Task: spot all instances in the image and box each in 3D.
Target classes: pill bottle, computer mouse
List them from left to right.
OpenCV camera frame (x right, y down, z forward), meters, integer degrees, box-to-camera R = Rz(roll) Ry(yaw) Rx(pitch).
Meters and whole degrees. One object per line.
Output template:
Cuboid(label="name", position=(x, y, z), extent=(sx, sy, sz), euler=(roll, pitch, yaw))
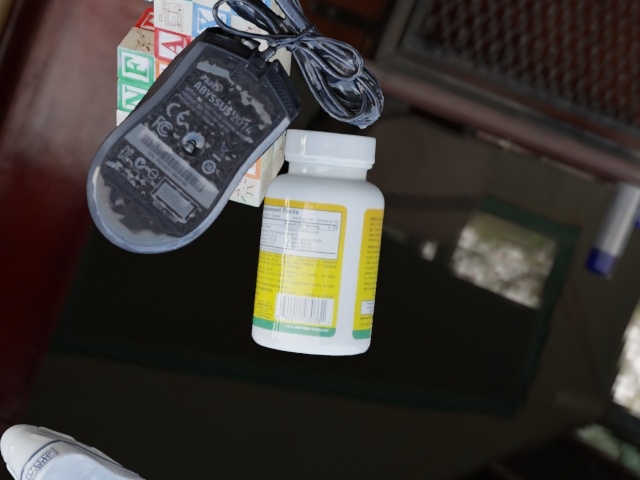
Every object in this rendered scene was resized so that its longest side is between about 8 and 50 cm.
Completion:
Cuboid(label="computer mouse", position=(-0.094, -0.100, 1.413), extent=(0.188, 0.272, 0.072), euler=(46, 178, -12))
Cuboid(label="pill bottle", position=(0.000, 0.000, 1.535), extent=(0.117, 0.208, 0.117), euler=(5, -177, 0))

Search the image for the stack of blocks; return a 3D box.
Cuboid(label="stack of blocks", position=(-0.125, -0.192, 1.717), extent=(0.171, 0.297, 0.087), euler=(16, -136, 10))

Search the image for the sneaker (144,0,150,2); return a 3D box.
Cuboid(label="sneaker", position=(-0.212, -0.397, 2.125), extent=(0.057, 0.161, 0.075), euler=(26, 153, -21))

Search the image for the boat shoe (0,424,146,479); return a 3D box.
Cuboid(label="boat shoe", position=(-0.240, 0.252, 1.638), extent=(0.084, 0.095, 0.258), euler=(36, 167, 33))
